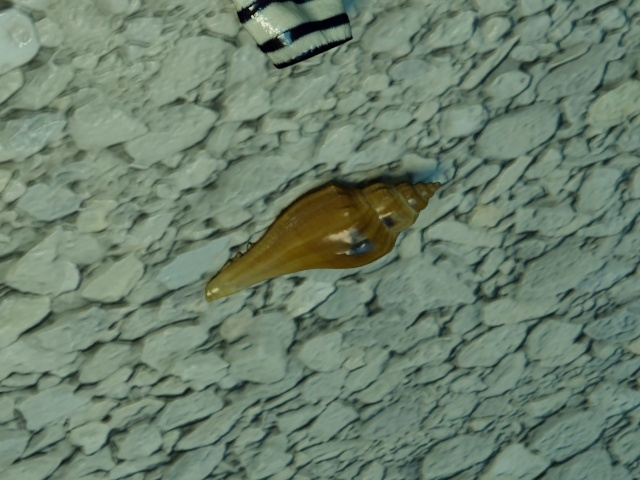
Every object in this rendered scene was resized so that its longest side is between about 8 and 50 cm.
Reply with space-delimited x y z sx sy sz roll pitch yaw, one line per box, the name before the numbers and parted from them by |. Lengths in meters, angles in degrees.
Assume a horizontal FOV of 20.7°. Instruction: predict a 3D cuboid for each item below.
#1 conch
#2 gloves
conch | 0.001 0.003 2.181 0.330 0.093 0.109 -28 130 3
gloves | -0.049 -0.311 1.976 0.140 0.131 0.218 -22 93 3
